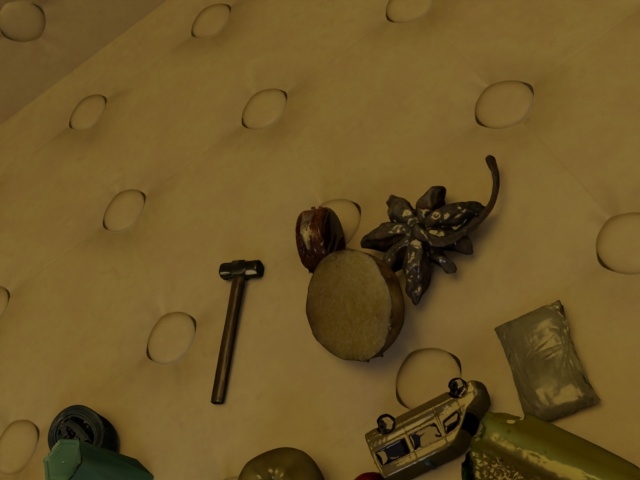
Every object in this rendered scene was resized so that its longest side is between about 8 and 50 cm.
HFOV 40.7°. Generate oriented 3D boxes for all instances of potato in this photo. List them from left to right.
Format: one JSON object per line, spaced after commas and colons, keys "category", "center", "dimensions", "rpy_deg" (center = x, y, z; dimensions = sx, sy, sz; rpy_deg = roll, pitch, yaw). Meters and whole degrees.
{"category": "potato", "center": [0.094, 0.136, 1.871], "dimensions": [0.299, 0.115, 0.239], "rpy_deg": [13, 99, 52]}

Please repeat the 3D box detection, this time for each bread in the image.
{"category": "bread", "center": [0.000, 0.000, 2.008], "dimensions": [0.073, 0.160, 0.161], "rpy_deg": [-12, 55, 22]}
{"category": "bread", "center": [0.422, 0.461, 1.432], "dimensions": [0.376, 0.208, 0.251], "rpy_deg": [21, 85, 38]}

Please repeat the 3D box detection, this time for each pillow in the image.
{"category": "pillow", "center": [0.436, 0.238, 1.678], "dimensions": [0.148, 0.050, 0.230], "rpy_deg": [-27, 50, 21]}

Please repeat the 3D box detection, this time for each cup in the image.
{"category": "cup", "center": [-0.493, 0.525, 1.902], "dimensions": [0.148, 0.236, 0.134], "rpy_deg": [26, 77, 36]}

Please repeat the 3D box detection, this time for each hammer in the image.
{"category": "hammer", "center": [-0.214, 0.215, 2.074], "dimensions": [0.111, 0.043, 0.366], "rpy_deg": [-6, 60, 25]}

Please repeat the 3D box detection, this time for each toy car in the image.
{"category": "toy car", "center": [0.220, 0.373, 1.680], "dimensions": [0.256, 0.101, 0.124], "rpy_deg": [-29, 55, 12]}

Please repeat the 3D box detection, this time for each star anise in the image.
{"category": "star anise", "center": [0.230, -0.034, 1.910], "dimensions": [0.315, 0.139, 0.360], "rpy_deg": [-1, 60, 22]}

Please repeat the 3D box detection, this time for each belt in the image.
{"category": "belt", "center": [-0.566, 0.481, 2.071], "dimensions": [0.190, 0.082, 0.141], "rpy_deg": [26, 73, 39]}

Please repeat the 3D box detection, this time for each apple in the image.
{"category": "apple", "center": [-0.078, 0.505, 1.717], "dimensions": [0.200, 0.200, 0.200], "rpy_deg": [-15, 54, 21]}

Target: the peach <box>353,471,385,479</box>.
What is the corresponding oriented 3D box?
{"category": "peach", "center": [0.093, 0.499, 1.695], "dimensions": [0.098, 0.061, 0.098], "rpy_deg": [-19, 52, 27]}
